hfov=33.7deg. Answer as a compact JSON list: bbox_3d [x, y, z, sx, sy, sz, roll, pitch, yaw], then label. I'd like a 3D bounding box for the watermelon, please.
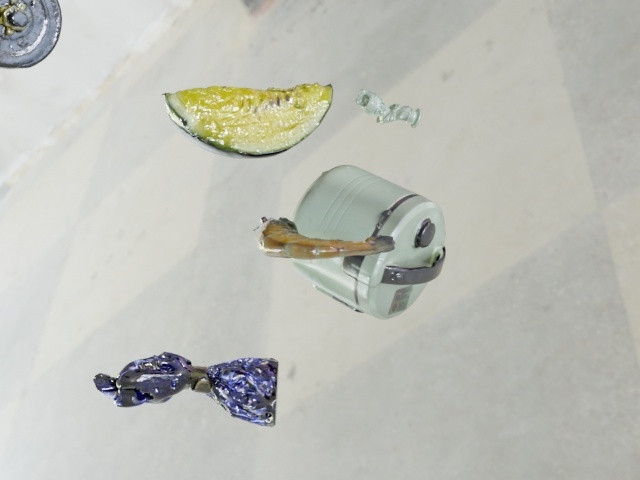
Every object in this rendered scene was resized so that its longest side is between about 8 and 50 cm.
[{"bbox_3d":[-0.121,-0.203,1.798,0.123,0.301,0.129,-156,64,-65],"label":"watermelon"}]

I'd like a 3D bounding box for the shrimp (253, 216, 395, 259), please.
[{"bbox_3d":[0.000,0.000,1.504,0.262,0.198,0.051,-148,63,-77],"label":"shrimp"}]

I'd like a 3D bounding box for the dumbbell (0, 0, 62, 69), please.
[{"bbox_3d":[-0.599,-0.410,1.928,0.185,0.185,0.388,-57,32,-7],"label":"dumbbell"}]

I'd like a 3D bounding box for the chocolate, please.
[{"bbox_3d":[-0.235,0.256,1.910,0.148,0.343,0.126,139,139,-75],"label":"chocolate"}]

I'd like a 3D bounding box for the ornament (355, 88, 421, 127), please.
[{"bbox_3d":[0.100,-0.185,1.528,0.068,0.092,0.041,11,84,44],"label":"ornament"}]

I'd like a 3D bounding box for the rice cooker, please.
[{"bbox_3d":[0.083,0.006,1.729,0.244,0.226,0.226,24,77,30],"label":"rice cooker"}]
